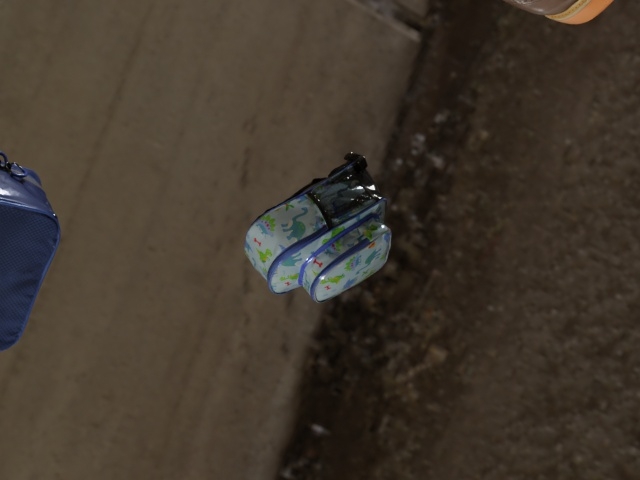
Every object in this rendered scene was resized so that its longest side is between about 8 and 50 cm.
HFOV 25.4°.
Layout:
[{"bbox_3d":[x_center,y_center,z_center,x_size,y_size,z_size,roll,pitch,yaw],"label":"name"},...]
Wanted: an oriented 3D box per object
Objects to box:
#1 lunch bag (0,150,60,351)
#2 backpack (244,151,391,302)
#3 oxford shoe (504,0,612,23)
[{"bbox_3d":[-0.179,0.000,0.730,0.098,0.067,0.065,-64,32,16],"label":"lunch bag"},{"bbox_3d":[0.000,0.000,1.174,0.084,0.114,0.105,59,166,19],"label":"backpack"},{"bbox_3d":[0.306,-0.364,1.477,0.364,0.132,0.130,-54,43,42],"label":"oxford shoe"}]
